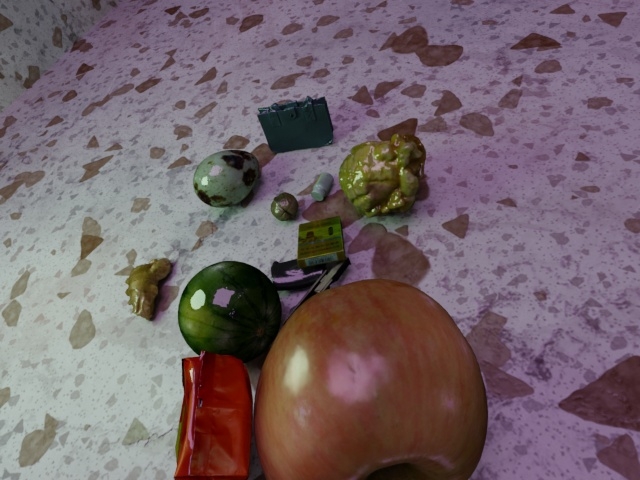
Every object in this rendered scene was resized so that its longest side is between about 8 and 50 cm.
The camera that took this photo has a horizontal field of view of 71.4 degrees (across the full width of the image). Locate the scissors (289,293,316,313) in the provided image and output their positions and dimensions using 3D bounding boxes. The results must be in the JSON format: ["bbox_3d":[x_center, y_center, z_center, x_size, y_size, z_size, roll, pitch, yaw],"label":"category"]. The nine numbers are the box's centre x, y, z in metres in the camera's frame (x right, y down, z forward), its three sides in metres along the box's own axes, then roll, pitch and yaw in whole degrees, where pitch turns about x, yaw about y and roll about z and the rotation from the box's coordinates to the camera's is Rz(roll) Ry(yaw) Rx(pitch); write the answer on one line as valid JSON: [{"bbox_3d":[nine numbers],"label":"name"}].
[{"bbox_3d":[0.041,0.225,1.033,0.138,0.041,0.289,-31,49,-17],"label":"scissors"}]

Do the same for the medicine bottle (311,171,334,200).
[{"bbox_3d":[0.005,-0.163,1.344,0.047,0.047,0.083,11,57,26],"label":"medicine bottle"}]

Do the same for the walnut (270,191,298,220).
[{"bbox_3d":[-0.106,-0.099,1.313,0.092,0.092,0.092,-9,51,12],"label":"walnut"}]

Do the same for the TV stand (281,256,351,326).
[{"bbox_3d":[-0.006,0.132,1.085,0.042,0.036,0.249,16,53,39],"label":"TV stand"}]

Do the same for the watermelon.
[{"bbox_3d":[-0.208,0.166,1.036,0.242,0.242,0.242,-9,51,12],"label":"watermelon"}]

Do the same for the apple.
[{"bbox_3d":[0.078,0.259,0.756,0.392,0.391,0.346,-22,40,1],"label":"apple"}]

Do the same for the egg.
[{"bbox_3d":[-0.289,-0.199,1.396,0.169,0.169,0.231,27,52,33],"label":"egg"}]

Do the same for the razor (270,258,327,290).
[{"bbox_3d":[-0.056,0.085,1.165,0.148,0.054,0.090,-14,46,3],"label":"razor"}]

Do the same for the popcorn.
[{"bbox_3d":[0.170,-0.169,1.188,0.259,0.212,0.259,-9,11,2],"label":"popcorn"}]

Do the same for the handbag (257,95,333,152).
[{"bbox_3d":[-0.079,-0.382,1.459,0.229,0.179,0.062,-5,52,12],"label":"handbag"}]

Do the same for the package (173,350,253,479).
[{"bbox_3d":[-0.205,0.355,0.823,0.123,0.423,0.195,5,56,-14],"label":"package"}]

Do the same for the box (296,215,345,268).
[{"bbox_3d":[0.000,0.000,1.184,0.121,0.030,0.193,-11,29,6],"label":"box"}]

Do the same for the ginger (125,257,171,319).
[{"bbox_3d":[-0.507,0.128,1.269,0.115,0.081,0.205,15,44,-9],"label":"ginger"}]
